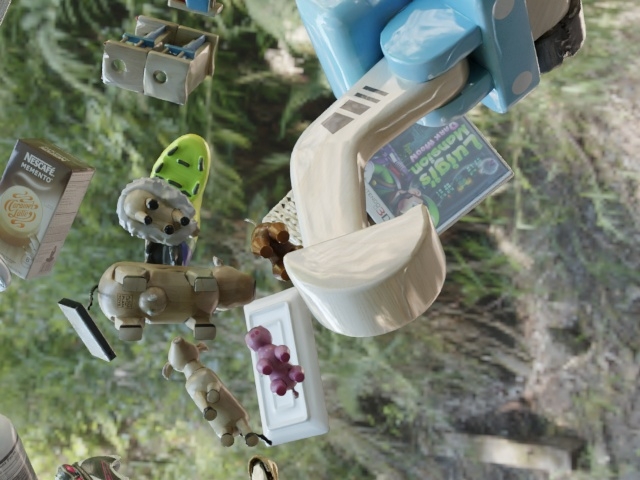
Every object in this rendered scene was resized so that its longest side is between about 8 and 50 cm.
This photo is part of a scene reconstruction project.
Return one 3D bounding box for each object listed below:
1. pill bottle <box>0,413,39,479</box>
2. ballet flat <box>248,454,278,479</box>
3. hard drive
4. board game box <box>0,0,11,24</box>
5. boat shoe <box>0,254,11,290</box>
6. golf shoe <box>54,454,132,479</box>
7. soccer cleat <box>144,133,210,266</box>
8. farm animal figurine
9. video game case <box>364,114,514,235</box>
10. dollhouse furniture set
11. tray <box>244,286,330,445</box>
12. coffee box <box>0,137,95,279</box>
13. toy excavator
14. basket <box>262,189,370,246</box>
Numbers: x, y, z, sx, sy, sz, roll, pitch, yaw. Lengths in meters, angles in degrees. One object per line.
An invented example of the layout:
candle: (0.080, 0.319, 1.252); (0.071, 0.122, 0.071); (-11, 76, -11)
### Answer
pill bottle: (-0.711, 0.476, 2.179); (0.176, 0.176, 0.318); (-93, -8, -59)
ballet flat: (-0.113, 0.562, 2.190); (0.073, 0.080, 0.232); (55, -170, -50)
hard drive: (-0.466, 0.177, 2.059); (0.094, 0.022, 0.135); (8, 132, 54)
board game box: (-0.581, -0.272, 1.296); (0.086, 0.302, 0.308); (-36, 35, 38)
boat shoe: (-0.531, -0.021, 1.537); (0.226, 0.083, 0.075); (56, -138, -35)
golf shoe: (-0.322, 0.448, 1.659); (0.273, 0.120, 0.105); (46, 140, 33)
soccer cleat: (-0.244, -0.067, 1.769); (0.121, 0.093, 0.289); (-66, -6, -57)
farm animal figurine: (-0.171, 0.103, 1.459); (0.330, 0.327, 0.172); (-69, 18, 5)
video game case: (0.140, -0.097, 1.428); (0.173, 0.190, 0.022); (53, -171, 15)
dollhouse furniture set: (-0.221, -0.314, 1.460); (0.129, 0.129, 0.183); (-64, -12, -58)
tray: (-0.070, 0.226, 1.860); (0.030, 0.145, 0.270); (12, -117, -54)
coffee box: (-0.570, -0.065, 2.051); (0.246, 0.141, 0.098); (-64, -13, 12)
toy excavator: (0.075, -0.167, 1.010); (0.433, 0.445, 0.222); (45, 171, 37)
basket: (0.000, 0.000, 1.643); (0.167, 0.103, 0.113); (35, 157, 38)
